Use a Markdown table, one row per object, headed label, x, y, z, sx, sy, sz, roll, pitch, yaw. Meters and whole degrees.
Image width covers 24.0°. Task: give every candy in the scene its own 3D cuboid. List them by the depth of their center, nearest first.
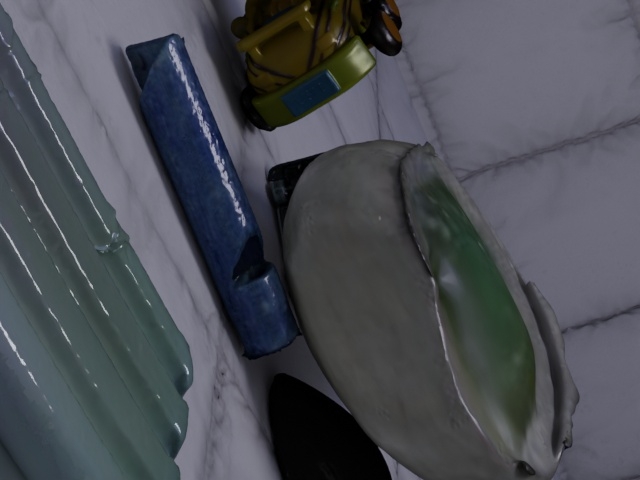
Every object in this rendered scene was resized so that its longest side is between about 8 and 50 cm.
| label | x | y | z | sx | sy | sz | roll | pitch | yaw |
| --- | --- | --- | --- | --- | --- | --- | --- | --- | --- |
| candy | 0.110 | 0.071 | 1.538 | 0.386 | 0.186 | 0.427 | 58 | 24 | -3 |

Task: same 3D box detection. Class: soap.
| label | x | y | z | sx | sy | sz | roll | pitch | yaw |
| --- | --- | --- | --- | --- | --- | --- | --- | --- | --- |
| soap | -0.184 | 0.004 | 0.734 | 0.208 | 0.115 | 0.347 | -91 | 160 | -58 |

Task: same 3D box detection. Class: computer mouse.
| label | x | y | z | sx | sy | sz | roll | pitch | yaw |
| --- | --- | --- | --- | --- | --- | --- | --- | --- | --- |
| computer mouse | 0.024 | 0.248 | 1.453 | 0.147 | 0.088 | 0.264 | 1 | 74 | -76 |

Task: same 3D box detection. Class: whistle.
| label | x | y | z | sx | sy | sz | roll | pitch | yaw |
| --- | --- | --- | --- | --- | --- | --- | --- | --- | --- |
| whistle | -0.098 | -0.039 | 1.361 | 0.062 | 0.062 | 0.304 | -76 | 146 | -69 |

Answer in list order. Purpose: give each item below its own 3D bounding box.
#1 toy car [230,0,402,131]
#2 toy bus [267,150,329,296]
| label | x | y | z | sx | sy | sz | roll | pitch | yaw |
| --- | --- | --- | --- | --- | --- | --- | --- | --- | --- |
| toy car | -0.021 | -0.240 | 1.728 | 0.142 | 0.200 | 0.248 | 54 | 16 | -21 |
| toy bus | 0.000 | 0.000 | 1.710 | 0.089 | 0.087 | 0.193 | 62 | 15 | -58 |
